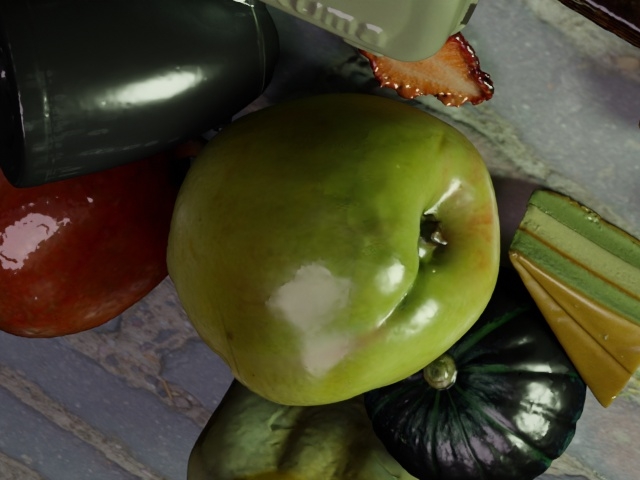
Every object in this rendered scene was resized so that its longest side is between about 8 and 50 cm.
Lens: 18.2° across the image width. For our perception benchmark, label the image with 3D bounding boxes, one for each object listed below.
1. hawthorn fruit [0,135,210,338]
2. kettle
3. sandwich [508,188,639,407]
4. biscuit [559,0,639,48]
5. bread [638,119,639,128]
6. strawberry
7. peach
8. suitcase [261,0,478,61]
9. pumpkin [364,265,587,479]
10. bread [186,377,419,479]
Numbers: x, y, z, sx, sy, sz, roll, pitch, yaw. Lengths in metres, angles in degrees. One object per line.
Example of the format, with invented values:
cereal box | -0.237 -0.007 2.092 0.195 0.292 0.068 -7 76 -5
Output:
hawthorn fruit | -0.284 -0.044 2.137 0.295 0.295 0.311 36 138 -9
kettle | -0.179 -0.201 1.923 0.290 0.207 0.268 -11 129 -17
sandwich | 0.258 0.059 2.038 0.187 0.117 0.144 30 139 -3
biscuit | 0.329 -0.197 1.709 0.252 0.106 0.070 30 180 -1
bread | 0.385 -0.108 1.822 0.187 0.065 0.103 -13 124 42
strawberry | 0.102 -0.180 1.930 0.152 0.048 0.104 30 137 -24
peach | 0.008 -0.003 1.971 0.315 0.314 0.281 16 141 45
suitcase | 0.000 -0.343 1.692 0.351 0.194 0.339 24 139 5
pumpkin | 0.178 0.152 2.132 0.248 0.248 0.248 17 140 15
bread | 0.006 0.284 2.268 0.300 0.341 0.210 10 131 15
